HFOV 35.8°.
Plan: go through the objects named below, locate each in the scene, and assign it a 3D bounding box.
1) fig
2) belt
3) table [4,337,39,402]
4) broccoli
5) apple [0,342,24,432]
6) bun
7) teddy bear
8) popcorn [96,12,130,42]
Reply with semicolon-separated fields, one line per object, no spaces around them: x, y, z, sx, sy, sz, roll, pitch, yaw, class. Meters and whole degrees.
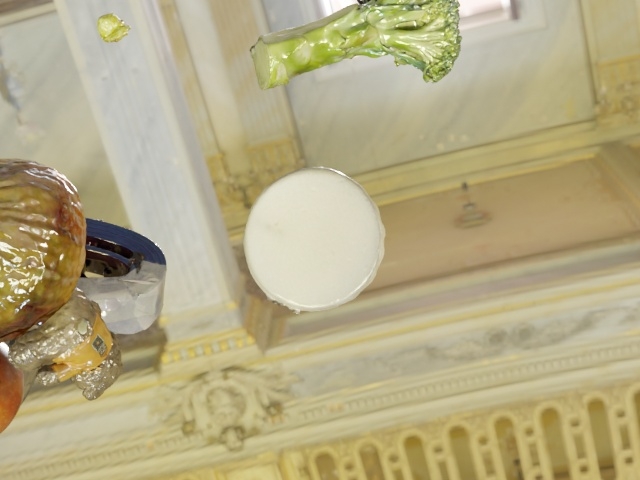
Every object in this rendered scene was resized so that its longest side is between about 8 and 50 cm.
-0.535;-0.025;1.451;0.286;0.369;0.286;-22;-129;29;fig
-0.467;0.061;1.879;0.347;0.117;0.212;13;-138;-1;belt
-0.850;0.299;2.332;0.317;0.317;0.249;-21;171;-16;table
0.068;-0.340;1.588;0.252;0.221;0.361;11;-146;42;broccoli
-0.659;0.271;1.793;0.230;0.230;0.230;-14;-160;5;apple
0.000;0.000;1.823;0.263;0.263;0.175;-11;178;13;bun
-0.402;0.174;1.653;0.140;0.190;0.177;-3;-130;29;teddy bear
-0.438;-0.443;2.086;0.083;0.068;0.059;37;-84;36;popcorn
